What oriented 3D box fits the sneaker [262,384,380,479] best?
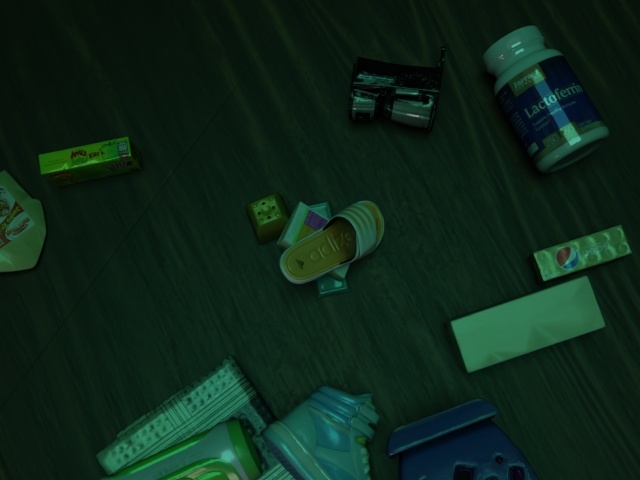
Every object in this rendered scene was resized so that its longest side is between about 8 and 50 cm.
[{"bbox_3d":[0.069,0.401,1.482,0.208,0.127,0.319,-43,94,-23],"label":"sneaker"}]

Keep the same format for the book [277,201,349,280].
[{"bbox_3d":[0.000,0.000,1.578,0.144,0.035,0.096,32,63,-15],"label":"book"}]

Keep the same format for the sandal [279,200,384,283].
[{"bbox_3d":[0.042,0.002,1.538,0.265,0.076,0.102,-33,91,-35],"label":"sandal"}]

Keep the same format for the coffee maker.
[{"bbox_3d":[0.152,-0.312,1.641,0.178,0.120,0.171,10,56,4],"label":"coffee maker"}]

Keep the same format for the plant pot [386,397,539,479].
[{"bbox_3d":[0.239,0.407,1.421,0.236,0.236,0.212,-21,72,-1],"label":"plant pot"}]

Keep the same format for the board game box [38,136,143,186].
[{"bbox_3d":[-0.461,-0.157,1.637,0.181,0.092,0.043,-12,77,0],"label":"board game box"}]

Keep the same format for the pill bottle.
[{"bbox_3d":[0.434,-0.277,1.590,0.153,0.153,0.265,-27,78,-3],"label":"pill bottle"}]

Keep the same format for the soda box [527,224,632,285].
[{"bbox_3d":[0.501,0.029,1.570,0.181,0.058,0.061,-17,78,0],"label":"soda box"}]

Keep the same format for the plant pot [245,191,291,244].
[{"bbox_3d":[-0.102,-0.050,1.602,0.081,0.083,0.081,-22,78,-3],"label":"plant pot"}]

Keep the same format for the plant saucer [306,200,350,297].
[{"bbox_3d":[0.007,0.015,1.618,0.067,0.018,0.192,-12,77,0],"label":"plant saucer"}]

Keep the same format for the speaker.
[{"bbox_3d":[-0.259,0.428,1.440,0.296,0.131,0.131,-24,78,-5],"label":"speaker"}]

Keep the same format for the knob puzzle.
[{"bbox_3d":[-0.643,-0.017,1.635,0.213,0.030,0.213,5,74,-18],"label":"knob puzzle"}]

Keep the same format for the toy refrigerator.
[{"bbox_3d":[0.381,0.157,1.534,0.269,0.094,0.102,-19,85,-1],"label":"toy refrigerator"}]

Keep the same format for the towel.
[{"bbox_3d":[-0.215,0.433,1.531,0.324,0.056,0.312,-35,82,-7],"label":"towel"}]
